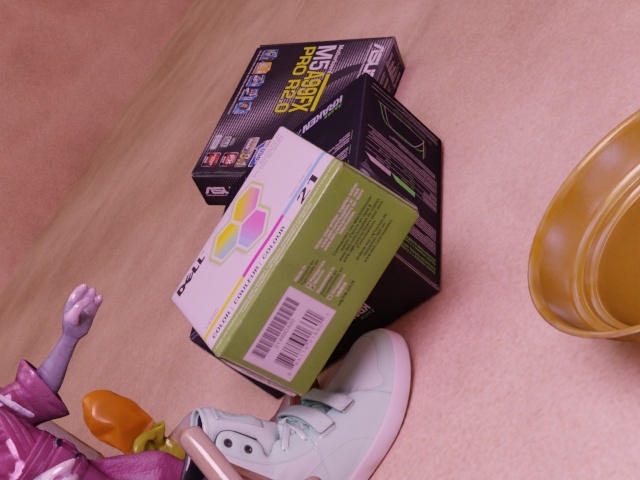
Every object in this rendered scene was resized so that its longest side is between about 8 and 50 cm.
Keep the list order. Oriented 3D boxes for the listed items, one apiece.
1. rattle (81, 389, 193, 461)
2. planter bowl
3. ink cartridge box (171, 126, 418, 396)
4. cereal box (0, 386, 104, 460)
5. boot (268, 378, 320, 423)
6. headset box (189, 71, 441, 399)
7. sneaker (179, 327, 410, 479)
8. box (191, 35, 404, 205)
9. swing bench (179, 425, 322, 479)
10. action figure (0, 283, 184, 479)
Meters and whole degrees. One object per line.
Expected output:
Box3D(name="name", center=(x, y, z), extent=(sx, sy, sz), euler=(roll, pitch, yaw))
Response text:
Box3D(name="rattle", center=(-0.167, 0.220, 1.103), extent=(0.130, 0.143, 0.199), euler=(-34, 15, -6))
Box3D(name="planter bowl", center=(0.252, -0.002, 0.695), extent=(0.217, 0.090, 0.217), euler=(-42, 24, 23))
Box3D(name="ink cartridge box", center=(-0.052, -0.004, 0.940), extent=(0.189, 0.097, 0.255), euler=(-58, 32, 3))
Box3D(name="cereal box", center=(-0.362, 0.244, 1.292), extent=(0.047, 0.240, 0.173), euler=(-54, 22, -9))
Box3D(name="boot", center=(-0.042, 0.187, 1.032), extent=(0.087, 0.042, 0.118), euler=(-41, 24, 29))
Box3D(name="headset box", center=(0.000, 0.000, 1.121), extent=(0.246, 0.131, 0.283), euler=(-37, 27, 32))
Box3D(name="sneaker", center=(-0.024, 0.156, 0.900), extent=(0.094, 0.151, 0.256), euler=(-16, 40, 58))
Box3D(name="box", center=(-0.025, -0.162, 1.391), extent=(0.216, 0.060, 0.270), euler=(1, 49, 27))
Box3D(name="swing bench", center=(-0.067, 0.316, 0.701), extent=(0.253, 0.165, 0.255), euler=(-47, 47, 7))
Box3D(name="action figure", center=(-0.248, 0.227, 0.937), extent=(0.276, 0.370, 0.248), euler=(-50, 9, 25))
